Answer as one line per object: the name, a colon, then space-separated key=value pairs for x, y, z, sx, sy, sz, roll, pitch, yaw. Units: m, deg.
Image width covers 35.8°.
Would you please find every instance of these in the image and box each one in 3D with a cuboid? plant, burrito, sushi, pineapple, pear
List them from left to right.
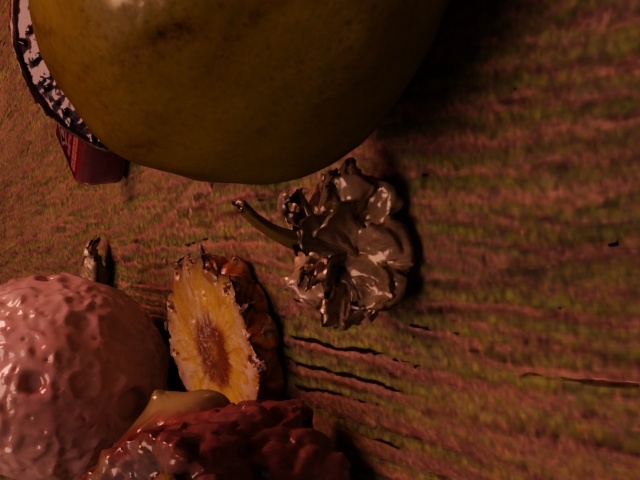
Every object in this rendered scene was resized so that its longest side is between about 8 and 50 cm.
burrito: x=-0.309 y=0.077 z=1.332 sx=0.051 sy=0.042 sz=0.171 roll=-87 pitch=13 yaw=-58
sushi: x=-0.085 y=0.231 z=0.820 sx=0.236 sy=0.171 sz=0.270 roll=60 pitch=142 yaw=14
pineapple: x=-0.089 y=0.101 z=0.948 sx=0.221 sy=0.047 sz=0.221 roll=29 pitch=125 yaw=53
pear: x=-0.041 y=-0.168 z=0.591 sx=0.307 sy=0.253 sz=0.253 roll=-37 pitch=65 yaw=50
plant: x=0.000 y=0.000 z=0.687 sx=0.104 sy=0.122 sz=0.116 roll=-49 pitch=47 yaw=40

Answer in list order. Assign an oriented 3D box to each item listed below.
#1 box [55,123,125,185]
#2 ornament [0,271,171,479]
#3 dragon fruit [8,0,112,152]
box: x=-0.260 y=-0.184 z=1.160 sx=0.120 sy=0.069 sz=0.224 roll=60 pitch=145 yaw=35
ornament: x=-0.294 y=0.152 z=1.121 sx=0.259 sy=0.259 sz=0.225 roll=10 pitch=80 yaw=60
dragon fruit: x=-0.144 y=-0.194 z=0.875 sx=0.148 sy=0.218 sz=0.224 roll=-50 pitch=-28 yaw=-71
